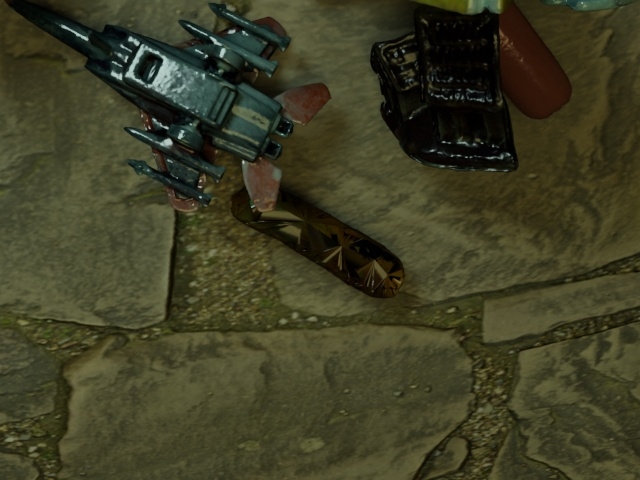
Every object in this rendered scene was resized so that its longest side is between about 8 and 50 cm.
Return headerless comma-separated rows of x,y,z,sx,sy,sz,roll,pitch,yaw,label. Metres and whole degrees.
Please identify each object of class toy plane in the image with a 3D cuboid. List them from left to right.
-0.161,-0.163,0.697,0.326,0.104,0.222,27,88,-16,toy plane

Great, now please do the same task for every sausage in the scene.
0.207,-0.192,0.737,0.062,0.062,0.154,-39,117,17,sausage

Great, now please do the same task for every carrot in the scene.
0.001,0.000,0.834,0.229,0.069,0.069,30,114,-20,carrot

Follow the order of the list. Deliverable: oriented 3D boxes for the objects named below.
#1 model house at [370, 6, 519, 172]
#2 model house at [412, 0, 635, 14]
0.117,-0.159,0.690,0.165,0.106,0.152,6,143,24,model house
0.138,-0.314,0.504,0.340,0.323,0.300,-5,122,-2,model house
